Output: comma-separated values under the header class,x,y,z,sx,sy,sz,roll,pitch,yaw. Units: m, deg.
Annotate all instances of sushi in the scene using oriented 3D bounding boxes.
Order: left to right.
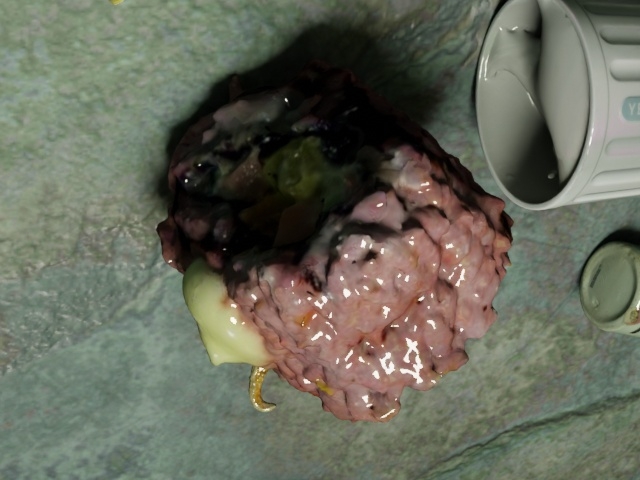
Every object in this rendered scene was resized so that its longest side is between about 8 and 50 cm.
class,x,y,z,sx,sy,sz,roll,pitch,yaw
sushi,0.000,0.000,1.064,0.236,0.270,0.171,-43,129,-3

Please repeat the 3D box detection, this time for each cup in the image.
class,x,y,z,sx,sy,sz,roll,pitch,yaw
cup,0.252,-0.133,1.134,0.202,0.167,0.221,-4,131,-24

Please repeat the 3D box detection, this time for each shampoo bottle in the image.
class,x,y,z,sx,sy,sz,roll,pitch,yaw
shampoo bottle,0.372,0.064,1.405,0.262,0.085,0.085,12,122,-32

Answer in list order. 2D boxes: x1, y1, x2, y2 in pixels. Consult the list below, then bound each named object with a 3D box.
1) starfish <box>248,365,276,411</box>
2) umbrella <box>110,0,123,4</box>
class,x,y,z,sx,sy,sz,roll,pitch,yaw
starfish,0.005,0.062,1.226,0.190,0.146,0.074,-41,99,0
umbrella,-0.182,-0.203,0.971,0.037,0.040,0.144,-49,131,8
